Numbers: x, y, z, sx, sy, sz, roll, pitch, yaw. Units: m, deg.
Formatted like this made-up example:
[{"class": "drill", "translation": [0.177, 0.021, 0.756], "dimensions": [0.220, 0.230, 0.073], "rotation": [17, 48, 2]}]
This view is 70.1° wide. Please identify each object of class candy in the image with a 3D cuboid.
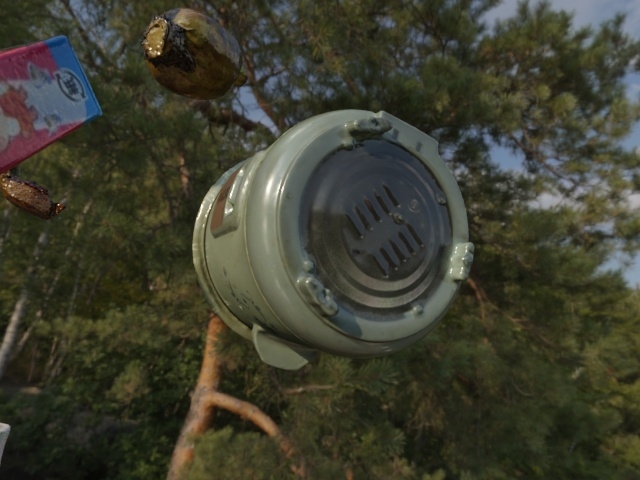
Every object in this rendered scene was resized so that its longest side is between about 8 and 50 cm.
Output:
[{"class": "candy", "translation": [-0.362, -0.099, 0.421], "dimensions": [0.158, 0.305, 0.100], "rotation": [-6, -58, 12]}]

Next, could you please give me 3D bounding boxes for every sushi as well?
[{"class": "sushi", "translation": [-0.437, -0.066, 0.691], "dimensions": [0.099, 0.047, 0.050], "rotation": [35, -25, -17]}]

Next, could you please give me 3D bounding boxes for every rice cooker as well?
[{"class": "rice cooker", "translation": [0.000, 0.000, 0.533], "dimensions": [0.265, 0.316, 0.317], "rotation": [19, -21, -23]}]

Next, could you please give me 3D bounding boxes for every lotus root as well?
[{"class": "lotus root", "translation": [-0.257, -0.381, 0.956], "dimensions": [0.141, 0.169, 0.314], "rotation": [44, 17, 15]}]

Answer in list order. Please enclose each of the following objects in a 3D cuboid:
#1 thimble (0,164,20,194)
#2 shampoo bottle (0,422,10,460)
[{"class": "thimble", "translation": [-0.853, -0.176, 1.222], "dimensions": [0.062, 0.109, 0.084], "rotation": [5, -5, -10]}, {"class": "shampoo bottle", "translation": [-0.566, 0.356, 0.757], "dimensions": [0.072, 0.099, 0.043], "rotation": [10, -5, -10]}]
